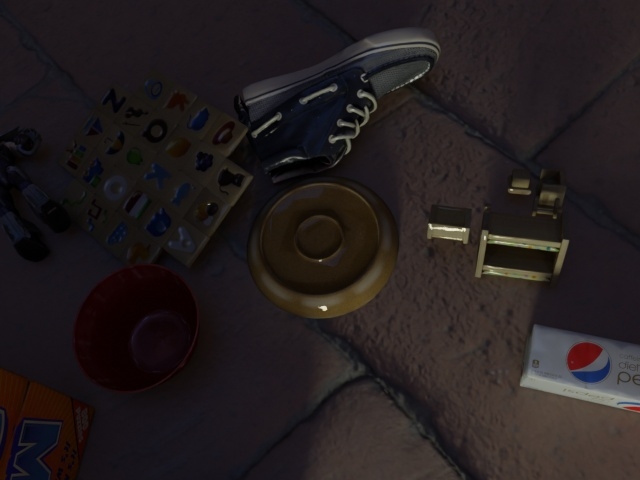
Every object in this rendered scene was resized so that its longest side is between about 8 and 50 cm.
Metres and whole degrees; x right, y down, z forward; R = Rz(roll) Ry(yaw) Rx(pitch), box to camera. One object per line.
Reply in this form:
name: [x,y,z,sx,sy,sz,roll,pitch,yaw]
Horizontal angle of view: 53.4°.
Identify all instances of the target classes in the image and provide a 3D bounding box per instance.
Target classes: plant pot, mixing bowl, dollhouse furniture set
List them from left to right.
mixing bowl: [-0.246,0.134,0.911,0.181,0.098,0.181,-4,67,8]
plant pot: [0.000,0.000,0.965,0.236,0.032,0.236,-3,67,7]
dollhouse furniture set: [0.254,-0.028,0.924,0.182,0.101,0.161,8,44,12]

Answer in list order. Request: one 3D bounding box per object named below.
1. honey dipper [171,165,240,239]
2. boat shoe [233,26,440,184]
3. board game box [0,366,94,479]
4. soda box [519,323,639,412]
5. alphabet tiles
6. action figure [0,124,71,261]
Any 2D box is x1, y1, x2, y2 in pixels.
honey dipper: [-0.178,-0.059,1.019,0.030,0.030,0.160,31,74,19]
boat shoe: [0.041,-0.202,1.003,0.341,0.127,0.158,-19,70,10]
board game box: [-0.548,0.316,0.733,0.356,0.356,0.356,4,66,10]
soda box: [0.373,0.170,0.815,0.216,0.069,0.074,11,69,12]
alphabet tiles: [-0.277,-0.116,1.027,0.342,0.011,0.285,35,89,24]
action figure: [-0.522,-0.099,1.055,0.185,0.099,0.285,-45,65,-5]
